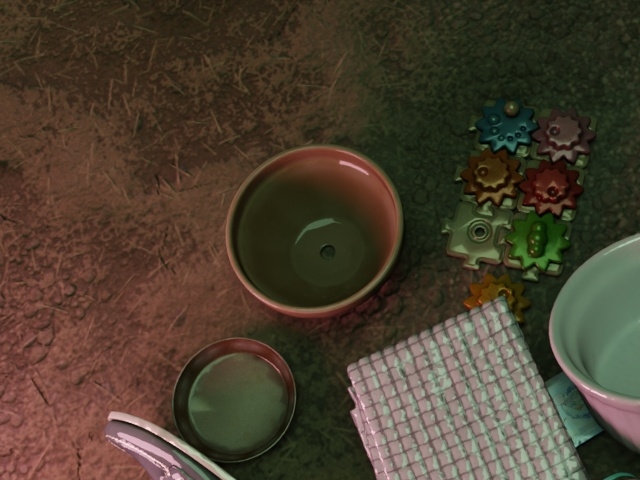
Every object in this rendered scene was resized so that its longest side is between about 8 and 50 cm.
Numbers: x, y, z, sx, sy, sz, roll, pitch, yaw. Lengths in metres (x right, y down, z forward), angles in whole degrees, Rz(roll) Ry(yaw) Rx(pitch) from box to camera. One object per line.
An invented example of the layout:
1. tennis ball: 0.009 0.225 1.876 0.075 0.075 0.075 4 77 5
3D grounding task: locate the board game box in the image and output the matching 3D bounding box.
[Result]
1. board game box: 0.316 0.209 1.469 0.090 0.020 0.090 -30 66 -1

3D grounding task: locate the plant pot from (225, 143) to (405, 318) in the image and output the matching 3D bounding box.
1. plant pot: 0.000 0.000 1.568 0.237 0.110 0.237 -4 67 10

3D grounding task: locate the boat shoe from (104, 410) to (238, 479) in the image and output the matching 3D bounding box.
1. boat shoe: -0.155 0.323 1.472 0.319 0.116 0.099 30 74 15

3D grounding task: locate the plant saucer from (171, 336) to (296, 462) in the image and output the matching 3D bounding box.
1. plant saucer: -0.112 0.212 1.553 0.168 0.029 0.168 -4 69 11

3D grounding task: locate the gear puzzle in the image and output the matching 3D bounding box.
1. gear puzzle: 0.252 -0.038 1.565 0.175 0.044 0.339 12 72 16

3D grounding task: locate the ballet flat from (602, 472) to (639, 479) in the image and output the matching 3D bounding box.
1. ballet flat: 0.251 0.379 1.299 0.316 0.107 0.106 -49 44 31

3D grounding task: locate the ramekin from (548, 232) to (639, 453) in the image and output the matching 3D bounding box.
1. ramekin: 0.419 0.123 1.369 0.277 0.135 0.277 -17 38 14

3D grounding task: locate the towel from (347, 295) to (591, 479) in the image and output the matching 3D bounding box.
1. towel: 0.180 0.241 1.424 0.235 0.121 0.283 -27 66 10
